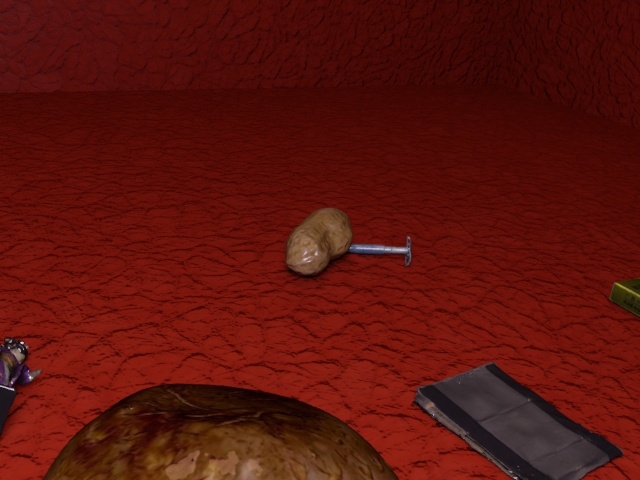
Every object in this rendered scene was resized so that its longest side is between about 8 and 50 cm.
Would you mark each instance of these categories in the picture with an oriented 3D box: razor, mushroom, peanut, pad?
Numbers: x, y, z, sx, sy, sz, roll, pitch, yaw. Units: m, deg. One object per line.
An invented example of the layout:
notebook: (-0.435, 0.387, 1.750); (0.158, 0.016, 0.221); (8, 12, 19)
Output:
razor: (0.112, 0.019, 1.480); (0.135, 0.040, 0.068); (2, 22, 7)
mushroom: (-0.073, 0.231, 0.648); (0.345, 0.239, 0.345); (2, 19, -1)
peanut: (0.000, 0.000, 1.402); (0.108, 0.095, 0.226); (-6, 17, 26)
pad: (0.258, 0.244, 0.999); (0.174, 0.022, 0.233); (-11, 30, -37)

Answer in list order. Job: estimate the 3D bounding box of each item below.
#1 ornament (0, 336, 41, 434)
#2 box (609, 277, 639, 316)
ornament: (-0.398, 0.169, 0.942); (0.081, 0.088, 0.203); (25, 10, -6)
box: (0.688, 0.145, 1.308); (0.173, 0.043, 0.311); (-7, 26, -29)
